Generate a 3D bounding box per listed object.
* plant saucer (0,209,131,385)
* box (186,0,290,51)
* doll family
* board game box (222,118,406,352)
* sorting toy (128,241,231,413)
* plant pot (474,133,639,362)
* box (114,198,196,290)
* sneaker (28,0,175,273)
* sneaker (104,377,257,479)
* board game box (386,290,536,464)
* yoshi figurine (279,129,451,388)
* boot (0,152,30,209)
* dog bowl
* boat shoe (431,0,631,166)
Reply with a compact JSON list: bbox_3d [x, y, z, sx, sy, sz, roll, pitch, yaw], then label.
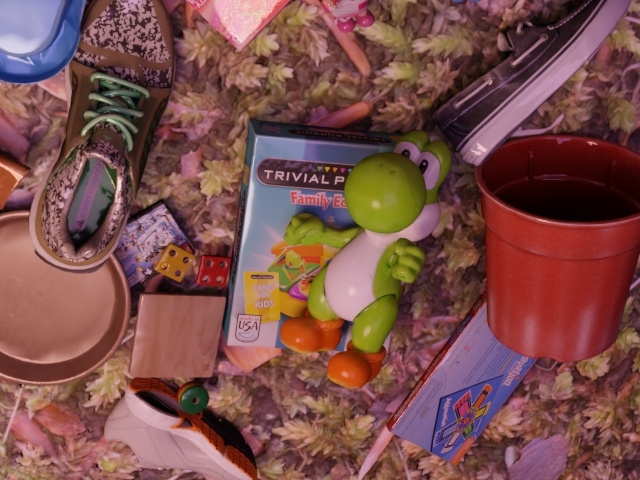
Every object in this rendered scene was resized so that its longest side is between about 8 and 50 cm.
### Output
[{"bbox_3d":[-0.412,0.081,1.736,0.278,0.041,0.277,-1,111,-2],"label":"plant saucer"},{"bbox_3d":[-0.044,-0.403,1.502,0.154,0.142,0.300,43,119,-12],"label":"box"},{"bbox_3d":[0.110,-0.379,1.594,0.263,0.163,0.118,-16,78,-1],"label":"doll family"},{"bbox_3d":[0.000,0.000,1.781,0.254,0.079,0.336,4,113,-13],"label":"board game box"},{"bbox_3d":[-0.219,0.128,1.796,0.132,0.046,0.274,3,108,-26],"label":"sorting toy"},{"bbox_3d":[0.357,0.019,1.775,0.272,0.272,0.265,-6,123,-9],"label":"plant pot"},{"bbox_3d":[-0.266,0.012,1.762,0.137,0.027,0.094,-29,114,3],"label":"box"},{"bbox_3d":[-0.275,-0.143,1.586,0.158,0.182,0.410,12,95,-19],"label":"sneaker"},{"bbox_3d":[-0.221,0.324,1.880,0.262,0.099,0.121,37,109,-15],"label":"sneaker"},{"bbox_3d":[0.245,0.230,1.958,0.145,0.027,0.281,30,105,-19],"label":"board game box"},{"bbox_3d":[0.059,0.015,1.654,0.204,0.203,0.362,19,105,-12],"label":"yoshi figurine"},{"bbox_3d":[-0.516,-0.154,1.580,0.280,0.096,0.264,32,105,-12],"label":"boot"},{"bbox_3d":[-0.371,-0.353,1.552,0.166,0.074,0.297,18,108,-12],"label":"dog bowl"},{"bbox_3d":[0.299,-0.259,1.705,0.335,0.121,0.119,-45,87,-4],"label":"boat shoe"}]
